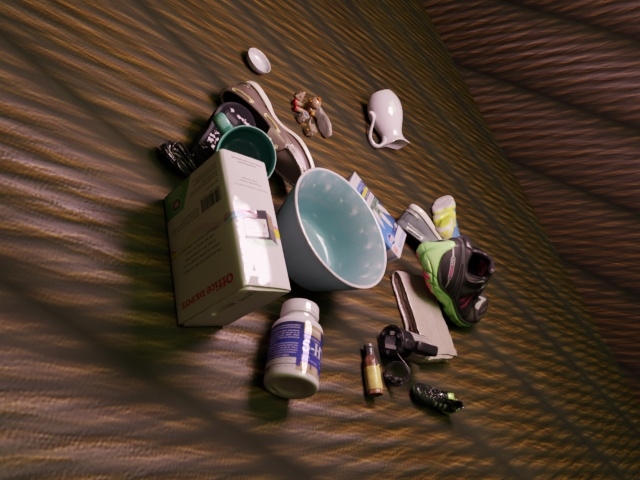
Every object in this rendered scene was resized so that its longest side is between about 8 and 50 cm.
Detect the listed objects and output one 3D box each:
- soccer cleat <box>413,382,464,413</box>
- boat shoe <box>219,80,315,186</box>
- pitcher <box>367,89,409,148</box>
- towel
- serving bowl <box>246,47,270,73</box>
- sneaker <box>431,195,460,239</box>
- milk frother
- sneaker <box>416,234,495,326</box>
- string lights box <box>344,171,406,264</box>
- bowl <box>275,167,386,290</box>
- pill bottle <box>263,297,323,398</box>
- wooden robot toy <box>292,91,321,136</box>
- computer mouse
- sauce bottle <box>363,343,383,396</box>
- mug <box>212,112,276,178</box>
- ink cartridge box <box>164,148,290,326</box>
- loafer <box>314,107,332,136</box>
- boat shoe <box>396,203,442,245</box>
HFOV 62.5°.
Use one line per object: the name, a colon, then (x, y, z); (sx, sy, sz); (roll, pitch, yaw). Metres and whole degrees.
soccer cleat: (0.322, 0.426, 1.437); (0.178, 0.072, 0.060); (33, 42, -32)
boat shoe: (-0.136, -0.262, 1.347); (0.325, 0.116, 0.096); (56, 39, 2)
pitcher: (0.228, -0.439, 1.935); (0.177, 0.125, 0.207); (-12, 86, -38)
towel: (0.312, 0.231, 1.595); (0.187, 0.049, 0.283); (14, 54, -47)
serving bowl: (-0.186, -0.521, 1.546); (0.083, 0.027, 0.084); (30, 45, -35)
sneaker: (0.480, -0.066, 2.008); (0.126, 0.091, 0.240); (62, 30, -29)
milk frother: (0.228, 0.314, 1.402); (0.134, 0.129, 0.143); (24, 91, -39)
sneaker: (0.468, 0.135, 1.673); (0.483, 0.202, 0.186); (41, 31, -52)
string lights box: (0.140, -0.061, 1.568); (0.260, 0.076, 0.133); (48, 35, -16)
bowl: (0.000, 0.000, 1.275); (0.311, 0.163, 0.312); (31, 43, -34)
pill bottle: (-0.051, 0.219, 1.094); (0.112, 0.112, 0.187); (35, 41, -30)
wooden robot toy: (-0.034, -0.406, 1.606); (0.076, 0.079, 0.174); (21, 49, -42)
computer mouse: (-0.244, -0.215, 1.221); (0.188, 0.072, 0.272); (45, 49, -23)
sauce bottle: (0.128, 0.318, 1.303); (0.042, 0.042, 0.128); (24, 50, -40)
mug: (-0.168, -0.193, 1.143); (0.129, 0.097, 0.158); (-2, 97, -15)
ink cartridge box: (-0.185, 0.003, 1.007); (0.117, 0.201, 0.279); (12, 56, -46)
loafer: (0.008, -0.384, 1.675); (0.039, 0.045, 0.125); (-8, 68, -60)
boat shoe: (0.364, 0.024, 1.798); (0.099, 0.116, 0.320); (-42, 112, -11)
